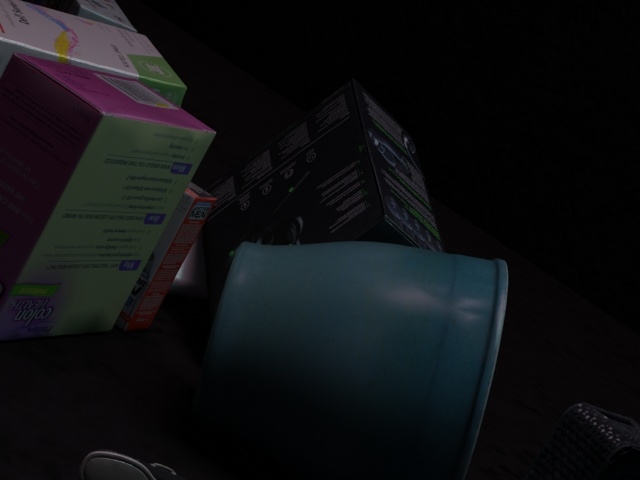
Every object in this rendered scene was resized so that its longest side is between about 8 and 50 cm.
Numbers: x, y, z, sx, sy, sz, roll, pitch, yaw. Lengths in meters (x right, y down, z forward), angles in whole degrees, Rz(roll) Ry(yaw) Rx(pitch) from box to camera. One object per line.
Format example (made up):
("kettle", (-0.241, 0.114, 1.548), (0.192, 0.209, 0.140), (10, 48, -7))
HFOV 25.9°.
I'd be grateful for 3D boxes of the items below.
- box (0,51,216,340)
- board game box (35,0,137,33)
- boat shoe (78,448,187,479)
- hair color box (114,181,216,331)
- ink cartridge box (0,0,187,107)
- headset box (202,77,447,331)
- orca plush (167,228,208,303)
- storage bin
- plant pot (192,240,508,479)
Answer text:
("box", (-0.247, -0.037, 1.341), (0.117, 0.243, 0.213), (33, 13, 20))
("board game box", (-0.377, -0.261, 2.049), (0.097, 0.224, 0.303), (22, 13, -24))
("boat shoe", (-0.136, 0.195, 1.100), (0.125, 0.046, 0.038), (28, 11, -23))
("hair color box", (-0.193, 0.003, 1.487), (0.093, 0.167, 0.053), (33, 12, 20))
("ink cartridge box", (-0.371, -0.220, 1.752), (0.353, 0.119, 0.207), (12, 22, -30))
("headset box", (0.000, 0.000, 1.566), (0.131, 0.246, 0.283), (41, 22, -33))
("orca plush", (-0.243, 0.006, 1.652), (0.287, 0.102, 0.151), (15, 61, -20))
("storage bin", (0.277, 0.272, 1.438), (0.122, 0.180, 0.084), (21, 14, -37))
("plant pot", (0.021, 0.117, 1.337), (0.255, 0.272, 0.271), (15, 12, 0))
